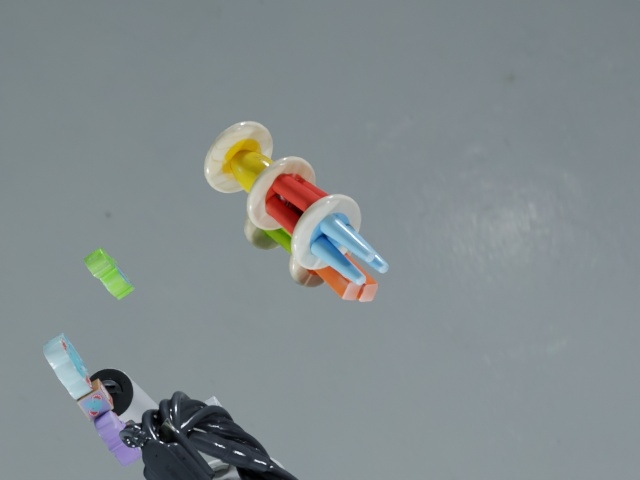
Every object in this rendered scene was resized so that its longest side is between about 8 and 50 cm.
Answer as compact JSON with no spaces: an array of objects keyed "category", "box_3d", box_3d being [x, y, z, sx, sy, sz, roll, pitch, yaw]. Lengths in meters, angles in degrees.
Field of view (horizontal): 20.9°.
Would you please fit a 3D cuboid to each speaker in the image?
[{"category":"speaker","box_3d":[-0.199,0.172,1.767,0.055,0.136,0.055,-3,70,8]}]

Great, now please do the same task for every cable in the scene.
[{"category":"cable","box_3d":[-0.051,0.179,1.165,0.184,0.150,0.047,43,103,13]}]

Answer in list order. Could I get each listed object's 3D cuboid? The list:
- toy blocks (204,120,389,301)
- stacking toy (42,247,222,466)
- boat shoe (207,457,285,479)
[{"category":"toy blocks","box_3d":[0.000,0.000,1.114,0.054,0.123,0.148,-42,50,-8]},{"category":"stacking toy","box_3d":[-0.189,0.132,1.425,0.167,0.052,0.221,-32,111,2]},{"category":"boat shoe","box_3d":[-0.075,0.218,1.395,0.096,0.267,0.088,22,73,-1]}]
